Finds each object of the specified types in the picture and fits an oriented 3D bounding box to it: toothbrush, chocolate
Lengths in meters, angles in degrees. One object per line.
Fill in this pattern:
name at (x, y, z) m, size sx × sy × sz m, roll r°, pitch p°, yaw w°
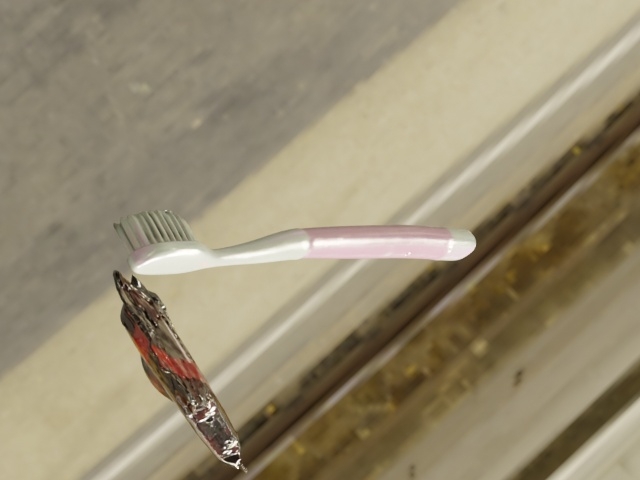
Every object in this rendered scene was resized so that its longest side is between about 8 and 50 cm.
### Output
toothbrush at (0.000, 0.000, 0.778) m, size 0.020 × 0.025 × 0.286 m, roll -39°, pitch 160°, yaw 27°
chocolate at (-0.076, 0.076, 0.893) m, size 0.028 × 0.086 × 0.182 m, roll -31°, pitch 160°, yaw -8°
